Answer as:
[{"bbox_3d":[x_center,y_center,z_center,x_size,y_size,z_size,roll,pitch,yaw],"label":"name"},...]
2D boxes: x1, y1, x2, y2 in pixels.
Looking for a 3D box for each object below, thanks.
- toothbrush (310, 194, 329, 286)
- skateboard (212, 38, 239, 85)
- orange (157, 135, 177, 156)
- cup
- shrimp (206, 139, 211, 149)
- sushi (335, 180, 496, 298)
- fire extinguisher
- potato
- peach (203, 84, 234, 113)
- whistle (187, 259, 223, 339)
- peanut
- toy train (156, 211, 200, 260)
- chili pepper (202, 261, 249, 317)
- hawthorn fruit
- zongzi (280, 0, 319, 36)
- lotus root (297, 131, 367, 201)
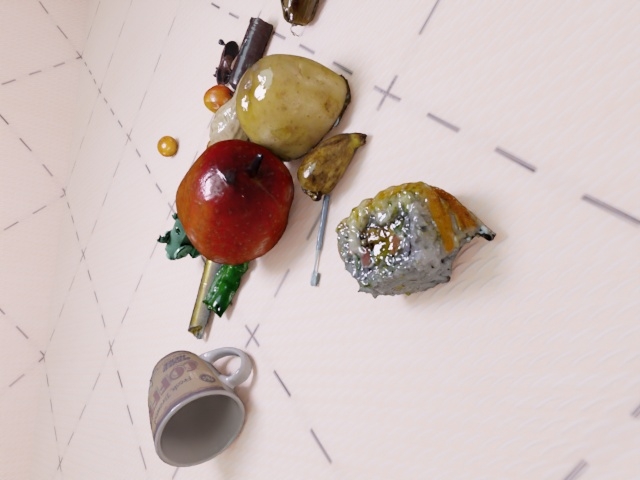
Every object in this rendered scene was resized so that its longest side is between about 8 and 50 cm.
[{"bbox_3d":[0.000,0.000,1.065,0.019,0.016,0.219,4,83,45],"label":"toothbrush"},{"bbox_3d":[-0.307,-0.587,1.503,0.080,0.067,0.151,23,103,37],"label":"skateboard"},{"bbox_3d":[-0.588,-0.360,1.728,0.083,0.070,0.083,-17,65,40],"label":"orange"},{"bbox_3d":[-0.322,0.385,1.194,0.301,0.227,0.257,-43,41,-7],"label":"cup"},{"bbox_3d":[-0.333,-0.193,1.419,0.150,0.068,0.248,132,132,-68],"label":"shrimp"},{"bbox_3d":[0.152,-0.002,0.816,0.274,0.139,0.184,-28,63,46],"label":"sushi"},{"bbox_3d":[-0.228,-0.544,1.383,0.072,0.089,0.267,24,101,2],"label":"fire extinguisher"},{"bbox_3d":[-0.091,-0.333,1.094,0.285,0.242,0.242,-17,69,44],"label":"potato"},{"bbox_3d":[-0.329,-0.456,1.457,0.101,0.101,0.100,-13,71,44],"label":"peach"},{"bbox_3d":[-0.335,0.138,1.354,0.068,0.057,0.326,21,97,47],"label":"whistle"},{"bbox_3d":[-0.224,-0.385,1.320,0.298,0.120,0.136,-46,56,26],"label":"peanut"},{"bbox_3d":[-0.376,-0.038,1.337,0.115,0.154,0.269,45,129,12],"label":"toy train"},{"bbox_3d":[-0.268,0.122,1.285,0.098,0.061,0.224,45,114,37],"label":"chili pepper"},{"bbox_3d":[-0.191,-0.106,1.079,0.369,0.285,0.284,-41,52,54],"label":"hawthorn fruit"},{"bbox_3d":[0.001,-0.687,1.170,0.241,0.111,0.247,6,90,41],"label":"zongzi"},{"bbox_3d":[0.023,-0.184,1.033,0.094,0.108,0.190,41,102,5],"label":"lotus root"}]
